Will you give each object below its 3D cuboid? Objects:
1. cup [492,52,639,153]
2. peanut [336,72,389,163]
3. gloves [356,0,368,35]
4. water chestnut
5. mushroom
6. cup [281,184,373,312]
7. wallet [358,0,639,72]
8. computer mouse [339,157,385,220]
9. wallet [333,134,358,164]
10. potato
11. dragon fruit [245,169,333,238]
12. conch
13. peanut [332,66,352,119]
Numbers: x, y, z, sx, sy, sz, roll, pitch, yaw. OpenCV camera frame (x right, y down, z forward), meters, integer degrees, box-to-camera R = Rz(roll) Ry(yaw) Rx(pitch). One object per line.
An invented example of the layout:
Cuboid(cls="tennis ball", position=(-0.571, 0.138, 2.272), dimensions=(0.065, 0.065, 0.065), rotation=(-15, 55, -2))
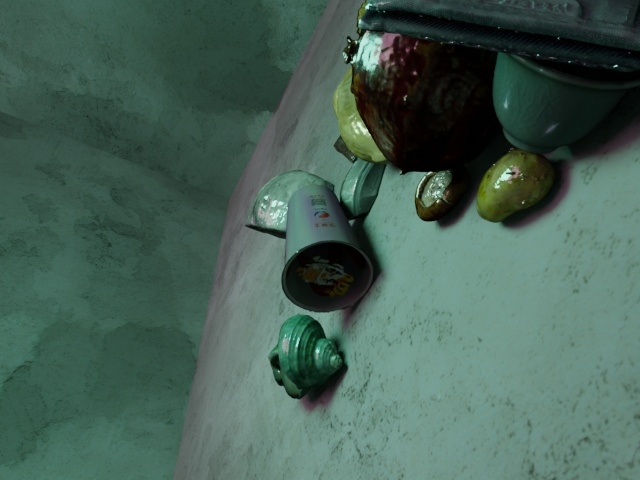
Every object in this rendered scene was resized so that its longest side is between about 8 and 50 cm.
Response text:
Cuboid(cls="cup", position=(0.300, -0.195, 0.723), dimensions=(0.150, 0.199, 0.199), rotation=(98, 177, -48))
Cuboid(cls="peanut", position=(0.125, -0.288, 1.320), dimensions=(0.158, 0.174, 0.340), rotation=(105, 171, -45))
Cuboid(cls="gloves", position=(0.203, -0.474, 1.277), dimensions=(0.356, 0.155, 0.203), rotation=(-121, 12, -52))
Cuboid(cls="water chestnut", position=(0.165, -0.284, 0.910), dimensions=(0.350, 0.302, 0.350), rotation=(-47, -27, -34))
Cuboid(cls="mushroom", position=(0.218, -0.087, 1.002), dimensions=(0.123, 0.052, 0.123), rotation=(-47, 28, 34))
Cuboid(cls="cup", position=(0.000, 0.000, 1.286), dimensions=(0.203, 0.203, 0.288), rotation=(-59, 24, 29))
Cuboid(cls="wallet", position=(0.244, -0.298, 0.653), dimensions=(0.237, 0.342, 0.075), rotation=(-55, -27, -36))
Cuboid(cls="computer mouse", position=(0.100, -0.158, 1.401), dimensions=(0.126, 0.071, 0.231), rotation=(-3, 67, 71))
Cuboid(cls="wallet", position=(0.101, -0.291, 1.591), dimensions=(0.124, 0.042, 0.230), rotation=(-56, 18, 10))
Cuboid(cls="potato", position=(0.271, -0.078, 0.802), dimensions=(0.138, 0.070, 0.092), rotation=(-41, 32, 57))
Cuboid(cls="dragon fruit", position=(-0.099, -0.115, 1.729), dimensions=(0.221, 0.203, 0.283), rotation=(-70, 18, -5))
Cuboid(cls="conch", position=(-0.032, 0.259, 1.235), dimensions=(0.202, 0.134, 0.196), rotation=(15, 125, 67))
Cuboid(cls="peanut", position=(0.112, -0.409, 1.534), dimensions=(0.224, 0.129, 0.129), rotation=(-53, 14, -15))
